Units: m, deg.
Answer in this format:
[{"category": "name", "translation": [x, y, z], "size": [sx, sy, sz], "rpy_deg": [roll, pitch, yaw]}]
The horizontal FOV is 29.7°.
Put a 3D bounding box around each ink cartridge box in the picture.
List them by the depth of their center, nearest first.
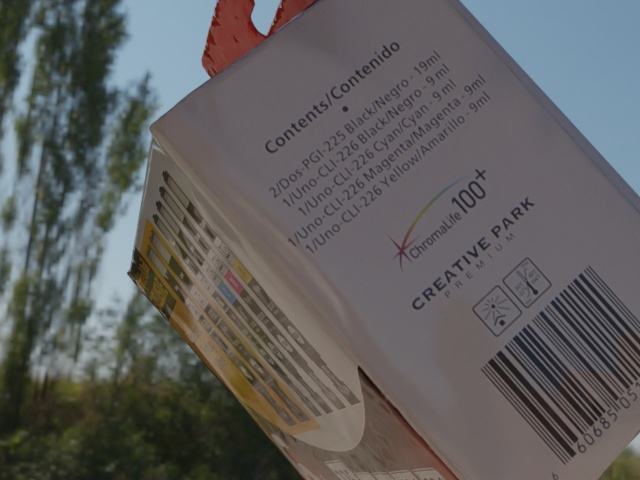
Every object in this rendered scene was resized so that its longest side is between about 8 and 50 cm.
[{"category": "ink cartridge box", "translation": [0.000, 0.000, 0.580], "size": [0.272, 0.130, 0.309], "rpy_deg": [48, -16, 2]}]
